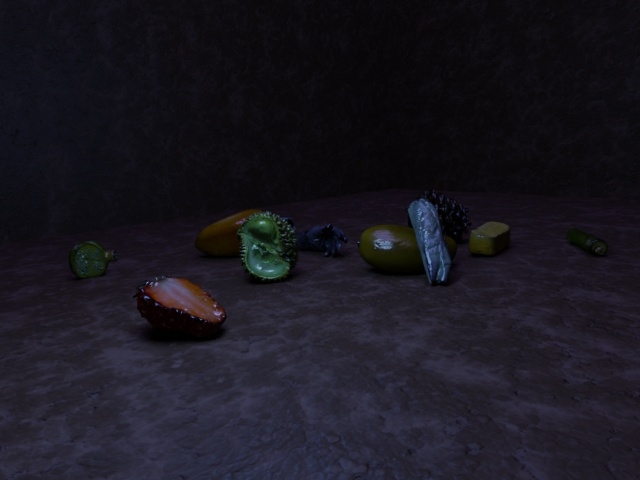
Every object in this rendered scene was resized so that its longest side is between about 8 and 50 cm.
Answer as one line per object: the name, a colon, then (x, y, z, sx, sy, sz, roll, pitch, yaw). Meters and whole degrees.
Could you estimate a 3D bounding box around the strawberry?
strawberry: (-0.343, 0.182, 1.145, 0.237, 0.111, 0.190, 27, 13, 24)

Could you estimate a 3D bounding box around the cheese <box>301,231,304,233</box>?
cheese: (0.002, -0.009, 2.076, 0.127, 0.049, 0.235, -7, 10, -18)

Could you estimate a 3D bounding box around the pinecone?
pinecone: (0.467, -0.089, 1.904, 0.273, 0.224, 0.224, 14, 8, -12)

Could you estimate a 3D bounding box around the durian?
durian: (-0.173, 0.018, 1.558, 0.200, 0.236, 0.176, -18, 1, 17)

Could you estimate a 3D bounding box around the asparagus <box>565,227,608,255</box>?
asparagus: (0.930, -0.002, 1.662, 0.067, 0.060, 0.277, -13, 9, 10)

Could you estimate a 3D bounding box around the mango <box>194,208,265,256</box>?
mango: (-0.362, -0.024, 1.968, 0.350, 0.201, 0.199, -12, -18, 3)

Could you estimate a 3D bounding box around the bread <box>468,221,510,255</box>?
bread: (0.621, -0.003, 1.718, 0.102, 0.094, 0.246, 15, 21, 34)

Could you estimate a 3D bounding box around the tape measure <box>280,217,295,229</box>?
tape measure: (-0.221, -0.062, 2.297, 0.182, 0.107, 0.181, 1, 9, 27)

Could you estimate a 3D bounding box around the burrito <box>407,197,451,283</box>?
burrito: (0.340, -0.001, 1.439, 0.096, 0.309, 0.066, 2, -33, -12)

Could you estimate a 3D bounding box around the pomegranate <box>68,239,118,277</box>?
pomegranate: (-0.864, 0.066, 1.787, 0.169, 0.143, 0.122, -20, 17, -26)

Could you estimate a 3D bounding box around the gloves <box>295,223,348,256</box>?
gloves: (0.002, -0.006, 1.880, 0.119, 0.142, 0.286, -43, 31, -27)

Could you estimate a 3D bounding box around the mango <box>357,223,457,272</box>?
mango: (0.284, 0.029, 1.538, 0.332, 0.142, 0.195, 6, 26, 4)
